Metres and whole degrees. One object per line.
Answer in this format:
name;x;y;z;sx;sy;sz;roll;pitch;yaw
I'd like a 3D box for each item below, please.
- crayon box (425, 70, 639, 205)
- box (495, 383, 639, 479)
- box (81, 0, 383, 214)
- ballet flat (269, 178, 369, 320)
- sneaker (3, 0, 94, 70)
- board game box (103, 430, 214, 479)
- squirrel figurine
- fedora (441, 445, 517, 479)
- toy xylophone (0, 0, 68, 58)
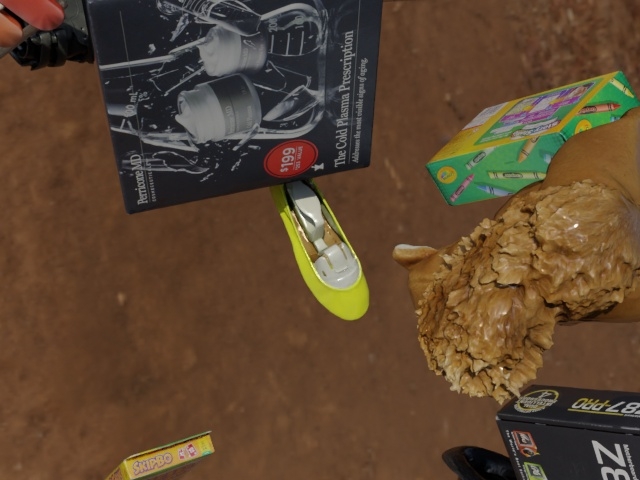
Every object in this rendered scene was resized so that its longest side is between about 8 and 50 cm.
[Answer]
crayon box;0.303;-0.143;1.631;0.165;0.278;0.081;-42;108;-31
box;0.418;0.378;1.422;0.097;0.318;0.395;-31;108;-37
box;-0.105;-0.224;1.304;0.343;0.312;0.179;91;-15;-53
ballet flat;0.000;0.000;1.504;0.077;0.077;0.231;-26;86;-17
sneaker;-0.305;-0.252;1.502;0.296;0.104;0.147;33;49;5
board game box;-0.238;0.325;1.583;0.124;0.259;0.039;-14;70;-29
squirrel figurine;0.244;0.036;1.405;0.397;0.370;0.281;-19;89;-56
fedora;0.369;0.541;2.234;0.334;0.334;0.152;8;106;-56
toy xylophone;-0.418;-0.248;1.270;0.236;0.323;0.081;26;38;-49
